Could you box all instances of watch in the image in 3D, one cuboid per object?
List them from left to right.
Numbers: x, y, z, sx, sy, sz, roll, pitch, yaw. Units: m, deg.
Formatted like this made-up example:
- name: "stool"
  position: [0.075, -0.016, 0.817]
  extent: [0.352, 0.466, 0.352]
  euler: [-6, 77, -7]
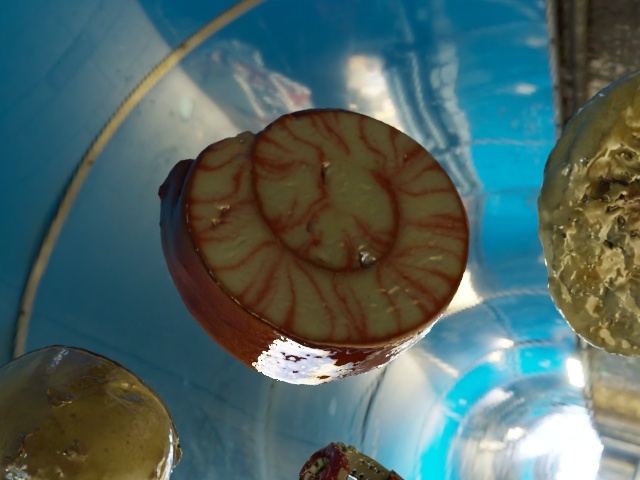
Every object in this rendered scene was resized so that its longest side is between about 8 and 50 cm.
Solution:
- name: "watch"
  position: [0.089, 0.389, 1.364]
  extent: [0.102, 0.268, 0.165]
  euler: [-48, 29, 23]

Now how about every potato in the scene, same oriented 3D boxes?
- name: "potato"
  position: [-0.477, 0.435, 1.612]
  extent: [0.442, 0.385, 0.319]
  euler: [-42, 11, 20]

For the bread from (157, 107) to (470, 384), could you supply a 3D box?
- name: "bread"
  position: [0.004, 0.002, 1.048]
  extent: [0.327, 0.295, 0.114]
  euler: [-18, -23, -28]

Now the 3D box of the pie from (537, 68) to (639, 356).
- name: "pie"
  position: [0.378, -0.033, 1.054]
  extent: [0.077, 0.339, 0.339]
  euler: [16, 94, 67]
